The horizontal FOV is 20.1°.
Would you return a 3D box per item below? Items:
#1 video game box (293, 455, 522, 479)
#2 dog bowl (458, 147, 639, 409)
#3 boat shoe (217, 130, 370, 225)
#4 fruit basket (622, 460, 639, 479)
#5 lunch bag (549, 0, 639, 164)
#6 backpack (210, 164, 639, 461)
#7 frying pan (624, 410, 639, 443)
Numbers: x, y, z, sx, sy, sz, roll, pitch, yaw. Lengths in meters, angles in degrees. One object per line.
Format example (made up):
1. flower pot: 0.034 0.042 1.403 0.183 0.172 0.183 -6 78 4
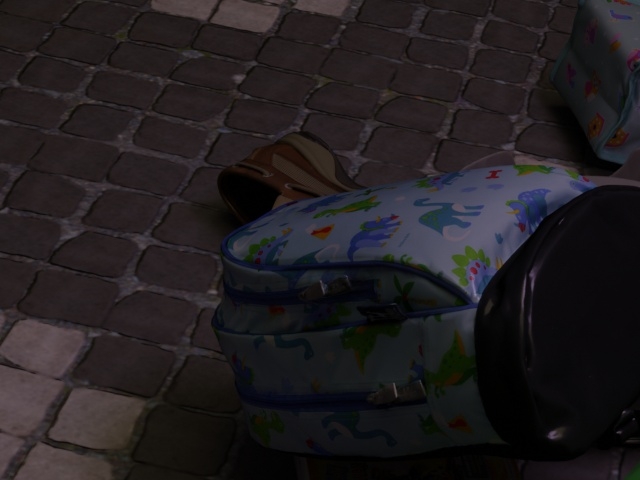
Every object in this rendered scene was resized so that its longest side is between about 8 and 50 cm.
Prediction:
1. video game box: 0.072 0.191 1.557 0.187 0.048 0.205 -1 34 -8
2. dog bowl: 0.273 0.032 1.707 0.349 0.102 0.349 3 31 -2
3. boat shoe: 0.000 0.000 1.785 0.120 0.122 0.324 -16 31 -23
4. fruit basket: 0.243 0.288 1.285 0.283 0.392 0.392 47 41 1
5. lunch bag: 0.428 -0.171 2.082 0.262 0.160 0.223 11 28 -15
6. backpack: 0.082 0.064 1.456 0.355 0.273 0.290 -25 8 44
7. frying pan: 0.338 0.119 1.721 0.326 0.053 0.197 -2 34 -7
